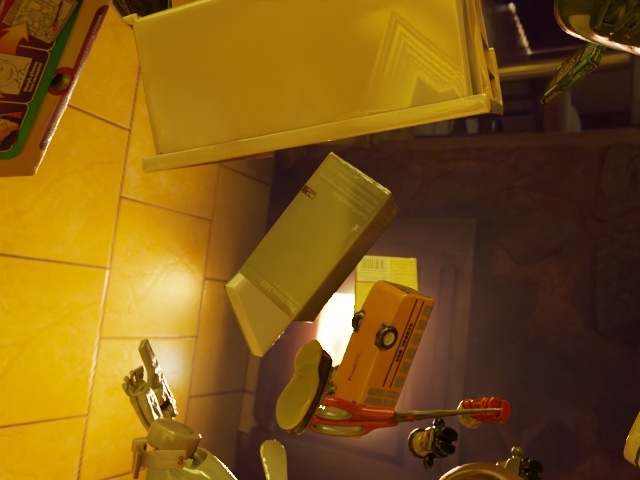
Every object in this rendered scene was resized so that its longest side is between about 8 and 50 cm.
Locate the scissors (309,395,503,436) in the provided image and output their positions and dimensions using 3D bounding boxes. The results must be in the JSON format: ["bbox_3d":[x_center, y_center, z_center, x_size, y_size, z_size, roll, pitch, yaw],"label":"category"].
[{"bbox_3d":[0.122,0.274,0.859,0.021,0.297,0.109,-81,167,-47],"label":"scissors"}]

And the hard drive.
[{"bbox_3d":[-0.091,0.095,1.353,0.318,0.040,0.210,-48,133,-41],"label":"hard drive"}]

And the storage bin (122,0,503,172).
[{"bbox_3d":[0.017,-0.148,0.500,0.260,0.262,0.123,-29,110,-67],"label":"storage bin"}]

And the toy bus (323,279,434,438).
[{"bbox_3d":[0.123,0.258,1.219,0.130,0.108,0.332,17,95,-35],"label":"toy bus"}]

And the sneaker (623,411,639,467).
[{"bbox_3d":[0.491,0.211,0.705,0.126,0.127,0.321,-32,135,-30],"label":"sneaker"}]

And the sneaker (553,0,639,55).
[{"bbox_3d":[0.423,-0.265,0.659,0.131,0.319,0.112,-29,133,-44],"label":"sneaker"}]

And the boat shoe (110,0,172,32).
[{"bbox_3d":[-0.287,-0.447,0.851,0.114,0.091,0.302,-34,141,-20],"label":"boat shoe"}]

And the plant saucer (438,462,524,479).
[{"bbox_3d":[0.209,0.374,0.731,0.029,0.168,0.168,52,48,-45],"label":"plant saucer"}]

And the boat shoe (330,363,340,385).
[{"bbox_3d":[0.068,0.463,1.754,0.132,0.355,0.130,-19,73,-23],"label":"boat shoe"}]

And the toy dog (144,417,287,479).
[{"bbox_3d":[-0.152,0.415,0.911,0.220,0.334,0.161,-49,175,-4],"label":"toy dog"}]

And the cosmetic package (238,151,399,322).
[{"bbox_3d":[0.000,0.000,0.871,0.238,0.127,0.107,-53,161,0],"label":"cosmetic package"}]

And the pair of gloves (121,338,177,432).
[{"bbox_3d":[-0.372,0.345,1.231,0.240,0.042,0.204,-127,-161,-72],"label":"pair of gloves"}]

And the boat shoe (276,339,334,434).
[{"bbox_3d":[-0.011,0.162,0.602,0.043,0.049,0.137,61,18,-17],"label":"boat shoe"}]

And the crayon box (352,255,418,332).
[{"bbox_3d":[0.203,0.193,1.752,0.081,0.202,0.318,90,5,-48],"label":"crayon box"}]

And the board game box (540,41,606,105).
[{"bbox_3d":[0.610,-0.414,1.334,0.126,0.026,0.186,-59,-177,-19],"label":"board game box"}]

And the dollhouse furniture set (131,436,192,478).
[{"bbox_3d":[-0.235,0.353,0.806,0.081,0.091,0.114,10,82,-22],"label":"dollhouse furniture set"}]

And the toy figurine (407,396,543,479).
[{"bbox_3d":[0.308,0.436,1.123,0.213,0.148,0.209,-23,76,-24],"label":"toy figurine"}]

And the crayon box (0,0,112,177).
[{"bbox_3d":[-0.462,-0.243,0.701,0.363,0.106,0.313,-54,165,22],"label":"crayon box"}]
